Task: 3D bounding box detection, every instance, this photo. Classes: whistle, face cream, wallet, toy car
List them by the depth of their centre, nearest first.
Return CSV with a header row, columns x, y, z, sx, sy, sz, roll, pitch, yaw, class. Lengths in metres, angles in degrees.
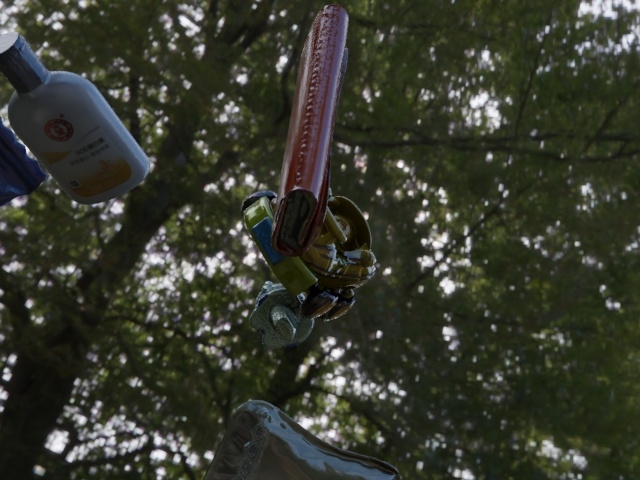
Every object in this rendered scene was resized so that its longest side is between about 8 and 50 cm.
x,y,z,sx,sy,sz,roll,pitch,yaw,class
-0.008,-0.101,0.833,0.045,0.204,0.142,11,-25,-5,wallet
0.000,0.000,1.262,0.142,0.248,0.200,-35,-105,11,toy car
-0.372,-0.175,1.279,0.144,0.071,0.291,-21,-46,8,face cream
-0.063,0.121,1.406,0.092,0.244,0.110,-31,-83,1,whistle

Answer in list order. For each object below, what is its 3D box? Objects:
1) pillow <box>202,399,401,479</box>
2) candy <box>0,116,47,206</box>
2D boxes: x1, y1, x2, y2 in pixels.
x,y,z,sx,sy,sz,roll,pitch,yaw,class
-0.016,0.256,0.889,0.218,0.130,0.033,32,-19,-23,pillow
-0.447,-0.027,0.863,0.331,0.077,0.187,-40,-67,-3,candy
